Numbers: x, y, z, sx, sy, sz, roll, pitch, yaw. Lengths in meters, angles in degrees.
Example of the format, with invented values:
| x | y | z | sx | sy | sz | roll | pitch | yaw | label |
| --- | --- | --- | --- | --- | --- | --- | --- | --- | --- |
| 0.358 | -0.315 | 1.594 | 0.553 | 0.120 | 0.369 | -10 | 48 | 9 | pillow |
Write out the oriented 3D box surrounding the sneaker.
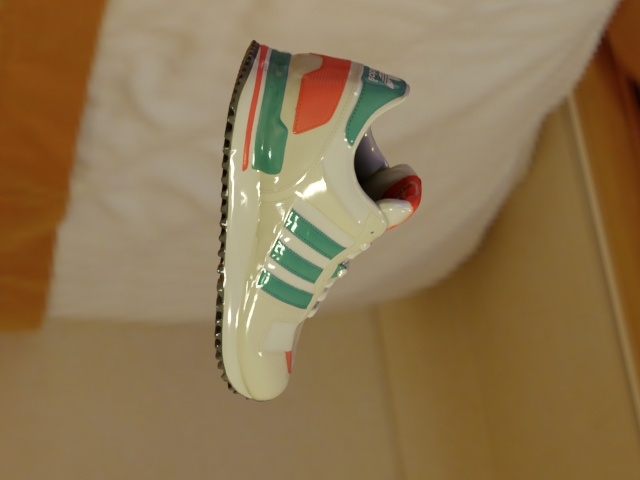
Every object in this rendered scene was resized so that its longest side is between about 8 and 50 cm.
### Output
| x | y | z | sx | sy | sz | roll | pitch | yaw | label |
| --- | --- | --- | --- | --- | --- | --- | --- | --- | --- |
| 0.000 | 0.000 | 0.781 | 0.075 | 0.057 | 0.161 | 5 | 122 | 3 | sneaker |
